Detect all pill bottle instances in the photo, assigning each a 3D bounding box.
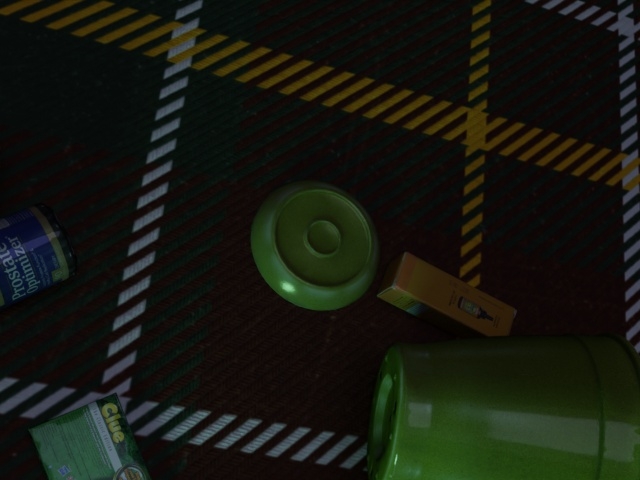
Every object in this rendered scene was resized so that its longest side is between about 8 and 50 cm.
[{"bbox_3d":[-0.477,0.040,1.263,0.219,0.123,0.123,-28,83,-27],"label":"pill bottle"}]

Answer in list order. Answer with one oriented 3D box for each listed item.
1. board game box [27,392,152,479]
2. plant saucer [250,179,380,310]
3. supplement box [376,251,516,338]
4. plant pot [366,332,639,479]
[{"bbox_3d":[-0.311,0.366,1.263,0.136,0.030,0.259,-20,80,-24],"label":"board game box"},{"bbox_3d":[0.000,0.000,1.509,0.241,0.037,0.241,7,68,-19],"label":"plant saucer"},{"bbox_3d":[0.222,0.110,1.532,0.233,0.080,0.078,27,65,-8],"label":"supplement box"},{"bbox_3d":[0.263,0.299,1.357,0.353,0.366,0.366,9,68,-4],"label":"plant pot"}]
